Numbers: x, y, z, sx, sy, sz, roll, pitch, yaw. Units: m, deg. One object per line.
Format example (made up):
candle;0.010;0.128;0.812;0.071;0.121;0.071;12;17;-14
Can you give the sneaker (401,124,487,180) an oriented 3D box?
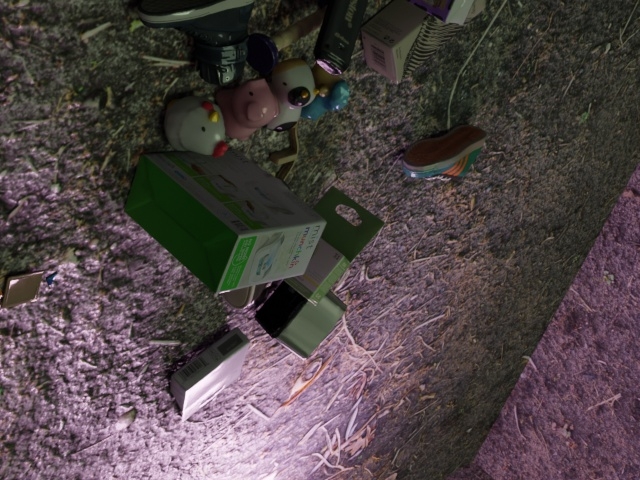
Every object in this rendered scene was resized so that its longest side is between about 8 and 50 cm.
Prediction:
sneaker;0.302;-0.189;2.324;0.302;0.108;0.121;-24;137;-42

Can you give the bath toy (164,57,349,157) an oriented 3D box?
bath toy;-0.110;-0.232;1.667;0.348;0.129;0.151;-24;141;-39

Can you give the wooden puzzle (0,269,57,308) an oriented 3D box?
wooden puzzle;-0.500;0.080;1.577;0.116;0.014;0.078;-5;131;-53

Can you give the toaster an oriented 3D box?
toaster;-0.044;0.159;2.130;0.110;0.186;0.168;39;87;-22

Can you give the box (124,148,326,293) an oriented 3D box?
box;-0.165;-0.046;1.658;0.231;0.262;0.126;-11;132;-51

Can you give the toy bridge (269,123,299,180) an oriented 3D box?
toy bridge;-0.073;-0.169;1.894;0.063;0.026;0.188;-21;139;-47

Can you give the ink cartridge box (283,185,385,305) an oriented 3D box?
ink cartridge box;0.000;0.000;2.037;0.235;0.171;0.056;-50;151;-4

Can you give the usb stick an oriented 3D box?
usb stick;0.051;-0.421;1.643;0.077;0.045;0.278;32;67;-42

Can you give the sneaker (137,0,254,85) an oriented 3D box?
sneaker;-0.195;-0.316;1.494;0.226;0.086;0.163;-24;138;-43

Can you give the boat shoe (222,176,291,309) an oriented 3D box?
boat shoe;-0.122;-0.005;1.938;0.095;0.112;0.335;-37;155;-51

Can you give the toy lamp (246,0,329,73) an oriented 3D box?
toy lamp;-0.018;-0.381;1.662;0.275;0.080;0.080;-41;151;-37

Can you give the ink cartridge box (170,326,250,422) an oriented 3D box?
ink cartridge box;-0.257;0.309;2.161;0.189;0.066;0.232;-37;169;-26

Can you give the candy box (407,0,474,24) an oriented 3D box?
candy box;0.205;-0.513;1.732;0.070;0.196;0.164;-9;130;-50

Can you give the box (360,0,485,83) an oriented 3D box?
box;0.212;-0.451;1.916;0.275;0.094;0.113;-43;150;-16
